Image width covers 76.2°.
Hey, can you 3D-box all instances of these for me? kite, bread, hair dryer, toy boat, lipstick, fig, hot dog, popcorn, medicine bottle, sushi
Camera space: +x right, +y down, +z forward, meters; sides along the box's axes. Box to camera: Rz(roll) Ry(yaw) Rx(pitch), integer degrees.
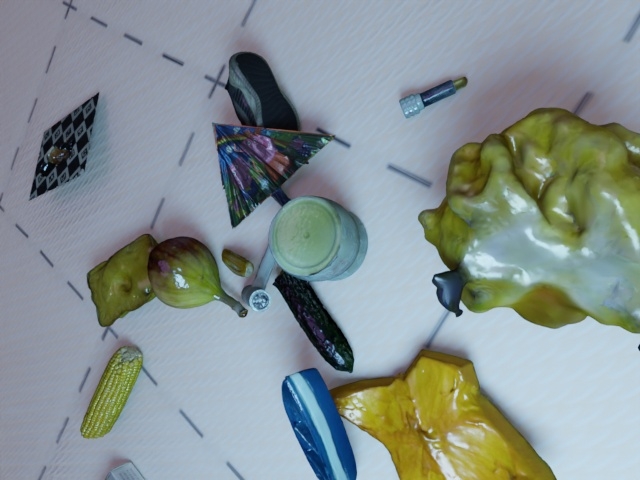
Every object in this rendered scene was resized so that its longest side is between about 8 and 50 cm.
[{"bbox_3d":[-0.126,-0.153,0.816,0.321,0.016,0.234,-37,102,29],"label":"kite"},{"bbox_3d":[-0.463,0.097,1.002,0.233,0.088,0.160,-32,78,20],"label":"bread"},{"bbox_3d":[-0.102,0.045,0.803,0.044,0.155,0.183,23,82,-16],"label":"hair dryer"},{"bbox_3d":[-0.001,0.312,0.668,0.096,0.062,0.299,30,142,50],"label":"toy boat"},{"bbox_3d":[0.196,-0.251,0.705,0.116,0.037,0.037,-19,78,21],"label":"lipstick"},{"bbox_3d":[-0.271,0.102,0.866,0.143,0.160,0.230,-28,72,-23],"label":"fig"},{"bbox_3d":[-0.176,0.049,0.859,0.137,0.028,0.044,17,99,52],"label":"hot dog"},{"bbox_3d":[0.297,-0.014,0.535,0.316,0.281,0.297,26,140,-1],"label":"popcorn"},{"bbox_3d":[0.000,0.000,0.730,0.147,0.143,0.147,-3,83,23],"label":"medicine bottle"},{"bbox_3d":[-0.719,-0.252,1.177,0.290,0.050,0.264,-16,65,28],"label":"sushi"}]

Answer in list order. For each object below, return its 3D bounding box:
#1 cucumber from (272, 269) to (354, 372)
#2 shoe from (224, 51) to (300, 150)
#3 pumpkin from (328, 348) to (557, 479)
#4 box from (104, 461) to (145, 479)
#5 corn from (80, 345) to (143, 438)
[{"bbox_3d":[-0.014,0.145,0.772,0.067,0.067,0.245,-43,68,19],"label":"cucumber"},{"bbox_3d":[-0.127,-0.269,0.849,0.112,0.099,0.227,-18,99,56],"label":"shoe"},{"bbox_3d":[0.166,0.305,0.651,0.258,0.095,0.290,-47,65,23],"label":"pumpkin"},{"bbox_3d":[-0.404,0.716,0.940,0.343,0.065,0.200,33,103,25],"label":"box"},{"bbox_3d":[-0.516,0.379,1.012,0.081,0.081,0.248,32,100,26],"label":"corn"}]
